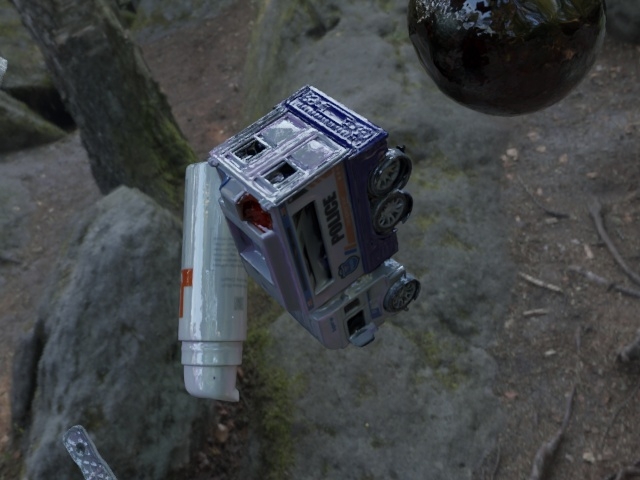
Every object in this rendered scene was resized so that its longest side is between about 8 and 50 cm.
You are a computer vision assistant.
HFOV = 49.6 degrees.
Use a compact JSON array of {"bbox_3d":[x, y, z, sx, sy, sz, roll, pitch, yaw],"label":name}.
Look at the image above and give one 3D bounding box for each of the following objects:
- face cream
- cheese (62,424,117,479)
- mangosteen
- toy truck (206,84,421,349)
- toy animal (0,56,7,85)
[{"bbox_3d":[-0.157,0.061,1.024,0.102,0.102,0.345,-2,81,27],"label":"face cream"},{"bbox_3d":[-0.210,0.276,0.719,0.097,0.037,0.192,-41,78,15],"label":"cheese"},{"bbox_3d":[0.223,-0.285,0.778,0.231,0.289,0.231,12,37,-9],"label":"mangosteen"},{"bbox_3d":[0.000,0.000,0.686,0.155,0.268,0.124,-36,51,-19],"label":"toy truck"},{"bbox_3d":[-0.557,-0.268,0.960,0.130,0.221,0.104,-63,29,10],"label":"toy animal"}]
